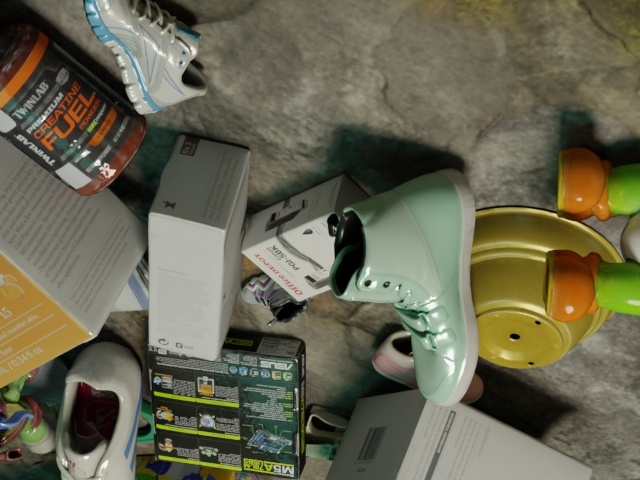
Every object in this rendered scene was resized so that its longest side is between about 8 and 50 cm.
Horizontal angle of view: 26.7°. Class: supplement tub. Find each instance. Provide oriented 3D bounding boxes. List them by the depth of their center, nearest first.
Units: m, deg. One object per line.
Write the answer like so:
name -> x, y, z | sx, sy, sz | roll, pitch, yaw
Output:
supplement tub -> -0.272, -0.137, 1.304 | 0.198, 0.106, 0.106 | 39, 135, -26

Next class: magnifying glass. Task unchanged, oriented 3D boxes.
magnifying glass -> -0.198, 0.248, 1.796 | 0.231, 0.026, 0.092 | 6, 140, 10

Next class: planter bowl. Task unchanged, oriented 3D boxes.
planter bowl -> 0.207, 0.070, 1.406 | 0.217, 0.090, 0.217 | 9, 140, 7

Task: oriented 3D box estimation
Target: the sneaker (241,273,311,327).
sneaker -> -0.053, 0.071, 1.506 | 0.098, 0.069, 0.038 | -17, 130, 33

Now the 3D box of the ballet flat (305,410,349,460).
ballet flat -> -0.022, 0.243, 1.715 | 0.188, 0.070, 0.070 | 3, 139, 12

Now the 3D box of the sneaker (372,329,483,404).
sneaker -> 0.129, 0.144, 1.546 | 0.134, 0.051, 0.070 | 20, 146, 0

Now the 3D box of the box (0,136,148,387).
box -> -0.381, -0.032, 1.375 | 0.215, 0.168, 0.345 | -29, 115, 38

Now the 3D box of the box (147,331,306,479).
box -> -0.113, 0.198, 1.651 | 0.191, 0.045, 0.184 | 6, 121, 11

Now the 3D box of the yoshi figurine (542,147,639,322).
yoshi figurine -> 0.388, 0.011, 1.203 | 0.362, 0.203, 0.203 | 6, 133, 6

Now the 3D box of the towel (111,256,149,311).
towel -> -0.337, 0.012, 1.557 | 0.285, 0.034, 0.209 | -3, 137, 21

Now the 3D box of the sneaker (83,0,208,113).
sneaker -> -0.155, -0.195, 1.238 | 0.083, 0.071, 0.190 | -6, 145, 15

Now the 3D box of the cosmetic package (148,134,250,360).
cosmetic package -> -0.129, 0.012, 1.426 | 0.085, 0.117, 0.231 | 13, 142, 2

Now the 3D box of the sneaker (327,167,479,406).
sneaker -> 0.073, 0.062, 1.341 | 0.151, 0.094, 0.256 | -15, 115, -25

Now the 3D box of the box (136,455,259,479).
box -> -0.233, 0.463, 1.851 | 0.279, 0.290, 0.177 | -7, 136, 24

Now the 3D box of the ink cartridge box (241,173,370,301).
ink cartridge box -> 0.000, 0.000, 1.415 | 0.135, 0.056, 0.099 | -23, 128, 37

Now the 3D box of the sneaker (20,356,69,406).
sneaker -> -0.435, 0.139, 1.703 | 0.258, 0.091, 0.094 | 24, 103, -35

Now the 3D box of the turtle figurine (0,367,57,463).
turtle figurine -> -0.416, 0.163, 1.594 | 0.275, 0.198, 0.266 | 27, 155, 15

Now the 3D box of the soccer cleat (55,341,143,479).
soccer cleat -> -0.285, 0.290, 1.677 | 0.116, 0.143, 0.331 | 4, 104, 11

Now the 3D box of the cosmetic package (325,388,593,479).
cosmetic package -> 0.155, 0.282, 1.582 | 0.225, 0.138, 0.224 | 28, 162, -14
